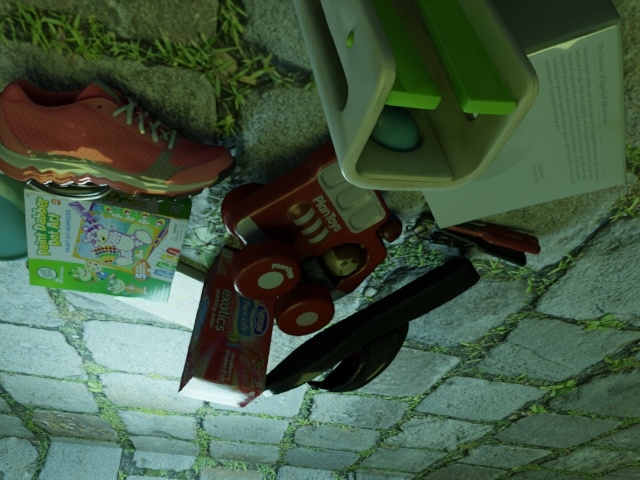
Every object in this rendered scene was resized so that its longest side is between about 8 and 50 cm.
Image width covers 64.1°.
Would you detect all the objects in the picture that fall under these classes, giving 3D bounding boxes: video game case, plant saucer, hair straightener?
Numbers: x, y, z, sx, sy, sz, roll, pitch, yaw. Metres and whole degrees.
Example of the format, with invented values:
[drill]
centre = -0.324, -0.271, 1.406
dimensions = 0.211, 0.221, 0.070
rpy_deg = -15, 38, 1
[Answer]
[video game case]
centre = -0.302, 0.121, 1.102
dimensions = 0.226, 0.026, 0.206
rpy_deg = 30, 136, -31
[plant saucer]
centre = -0.613, -0.050, 0.890
dimensions = 0.317, 0.044, 0.318
rpy_deg = 2, 144, 2
[hair straightener]
centre = 0.252, 0.007, 0.880
dimensions = 0.230, 0.047, 0.089
rpy_deg = 11, 143, -8

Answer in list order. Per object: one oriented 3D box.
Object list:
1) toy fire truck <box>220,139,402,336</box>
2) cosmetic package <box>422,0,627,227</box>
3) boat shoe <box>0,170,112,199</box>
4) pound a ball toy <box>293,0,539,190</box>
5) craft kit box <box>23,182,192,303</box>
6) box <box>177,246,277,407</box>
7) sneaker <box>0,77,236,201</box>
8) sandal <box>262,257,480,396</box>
[toy fire truck]
centre = 0.000, 0.000, 0.819
dimensions = 0.253, 0.169, 0.302
rpy_deg = -28, 137, 10
[cosmetic package]
centre = 0.212, -0.154, 0.593
dimensions = 0.224, 0.138, 0.224
rpy_deg = -13, 140, 23
[boat shoe]
centre = -0.410, -0.120, 0.751
dimensions = 0.205, 0.075, 0.065
rpy_deg = 19, 144, -12
[pound a ball toy]
centre = 0.011, -0.195, 0.447
dimensions = 0.208, 0.319, 0.136
rpy_deg = -1, 145, -19
[craft kit box]
centre = -0.370, 0.005, 0.889
dimensions = 0.246, 0.061, 0.250
rpy_deg = 12, 135, -16
[box]
centre = -0.163, 0.160, 0.948
dimensions = 0.128, 0.257, 0.123
rpy_deg = 19, 144, -19
[sneaker]
centre = -0.268, -0.140, 0.682
dimensions = 0.313, 0.116, 0.136
rpy_deg = 4, 119, -14
[sandal]
centre = 0.094, 0.182, 0.907
dimensions = 0.445, 0.107, 0.167
rpy_deg = -30, -178, 2
